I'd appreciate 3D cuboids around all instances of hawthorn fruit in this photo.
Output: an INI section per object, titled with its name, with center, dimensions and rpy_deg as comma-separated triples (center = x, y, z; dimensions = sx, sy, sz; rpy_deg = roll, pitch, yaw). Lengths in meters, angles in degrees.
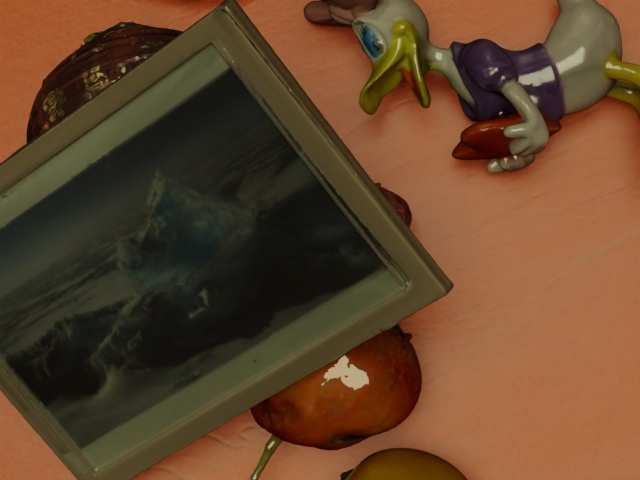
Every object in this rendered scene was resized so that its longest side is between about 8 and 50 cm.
[hawthorn fruit]
center = -0.024, 0.177, 1.807
dimensions = 0.165, 0.165, 0.285
rpy_deg = 38, 101, 7

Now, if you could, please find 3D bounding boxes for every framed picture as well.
[framed picture]
center = -0.148, 0.024, 1.697
dimensions = 0.446, 0.028, 0.326
rpy_deg = -32, 103, 27

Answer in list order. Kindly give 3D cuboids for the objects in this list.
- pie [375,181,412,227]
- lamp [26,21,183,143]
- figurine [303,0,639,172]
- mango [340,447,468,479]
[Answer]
[pie]
center = 0.000, 0.000, 1.808
dimensions = 0.182, 0.182, 0.049
rpy_deg = -16, 119, 3
[lamp]
center = -0.167, -0.103, 1.802
dimensions = 0.247, 0.247, 0.247
rpy_deg = 0, 84, 5
[figurine]
center = 0.179, -0.171, 1.814
dimensions = 0.421, 0.154, 0.193
rpy_deg = 7, 80, 4
[mango]
center = 0.071, 0.325, 1.777
dimensions = 0.176, 0.139, 0.254
rpy_deg = 2, 91, 11
